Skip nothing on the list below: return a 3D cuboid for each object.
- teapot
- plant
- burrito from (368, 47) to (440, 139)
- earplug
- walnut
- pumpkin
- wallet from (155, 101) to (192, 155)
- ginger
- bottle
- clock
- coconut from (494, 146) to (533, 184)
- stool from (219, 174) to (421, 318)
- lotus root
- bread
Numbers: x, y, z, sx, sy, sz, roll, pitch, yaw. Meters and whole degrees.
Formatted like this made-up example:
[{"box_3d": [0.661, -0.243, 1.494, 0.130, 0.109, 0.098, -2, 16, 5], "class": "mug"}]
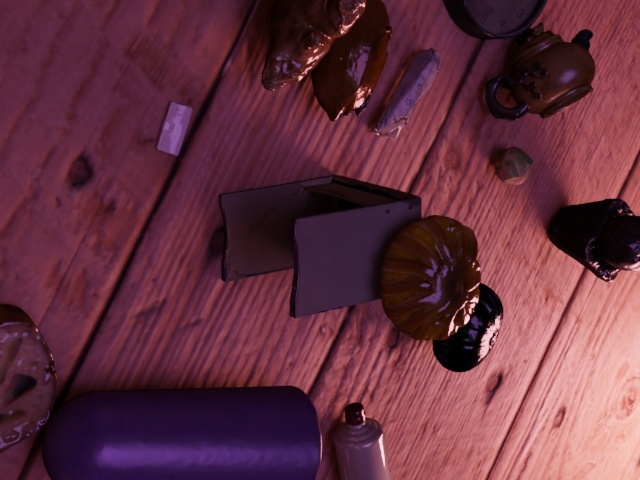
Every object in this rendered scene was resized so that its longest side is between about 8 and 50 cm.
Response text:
[{"box_3d": [0.452, -0.351, 1.851, 0.269, 0.173, 0.182, -27, 84, -4], "class": "teapot"}, {"box_3d": [0.630, -0.004, 1.998, 0.142, 0.256, 0.164, 40, 81, -30], "class": "plant"}, {"box_3d": [0.166, -0.278, 1.711, 0.064, 0.064, 0.203, 36, 83, -37], "class": "burrito"}, {"box_3d": [-0.237, 0.342, 1.511, 0.456, 0.215, 0.215, 9, 97, -33], "class": "earplug"}, {"box_3d": [0.050, -0.324, 1.576, 0.137, 0.137, 0.245, 25, 84, -38], "class": "walnut"}, {"box_3d": [0.306, 0.180, 1.880, 0.194, 0.150, 0.194, -18, 123, -29], "class": "pumpkin"}, {"box_3d": [-0.239, -0.183, 1.474, 0.044, 0.011, 0.083, 16, 94, -37], "class": "wallet"}, {"box_3d": [-0.014, -0.362, 1.461, 0.123, 0.219, 0.270, 15, 86, -37], "class": "ginger"}, {"box_3d": [0.084, 0.440, 1.822, 0.104, 0.104, 0.245, -23, 116, -29], "class": "bottle"}, {"box_3d": [0.354, -0.537, 1.777, 0.281, 0.055, 0.280, -11, 109, -33], "class": "clock"}, {"box_3d": [0.406, -0.159, 1.906, 0.083, 0.081, 0.082, -50, 167, -9], "class": "coconut"}, {"box_3d": [0.000, 0.000, 1.551, 0.270, 0.244, 0.170, -11, 108, -34], "class": "stool"}, {"box_3d": [-0.488, 0.229, 1.372, 0.170, 0.074, 0.260, 7, 99, -40], "class": "lotus root"}, {"box_3d": [0.189, 0.065, 1.488, 0.213, 0.105, 0.213, -10, 110, -31], "class": "bread"}]
